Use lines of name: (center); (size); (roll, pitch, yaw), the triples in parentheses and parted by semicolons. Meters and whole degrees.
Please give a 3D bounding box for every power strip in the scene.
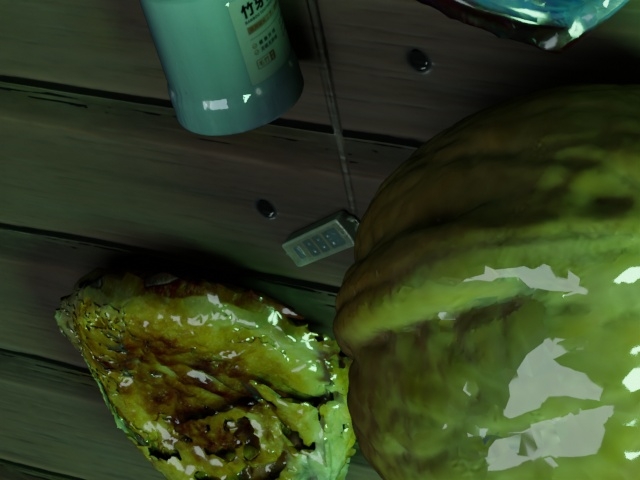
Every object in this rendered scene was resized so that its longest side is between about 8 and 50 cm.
power strip: (0.000, 0.000, 1.572); (0.083, 0.017, 0.027); (-25, 109, 45)

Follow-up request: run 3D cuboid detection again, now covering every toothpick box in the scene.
toothpick box: (-0.077, -0.165, 1.409); (0.101, 0.101, 0.153); (8, 133, 30)

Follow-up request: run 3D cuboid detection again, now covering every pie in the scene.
pie: (-0.091, 0.132, 1.708); (0.308, 0.085, 0.308); (19, 137, 19)

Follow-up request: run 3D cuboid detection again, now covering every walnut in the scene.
walnut: (0.160, 0.052, 1.290); (0.333, 0.333, 0.333); (20, 137, 20)

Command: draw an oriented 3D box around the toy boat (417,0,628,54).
toy boat: (0.073, -0.226, 1.237); (0.309, 0.129, 0.142); (26, 110, 13)
